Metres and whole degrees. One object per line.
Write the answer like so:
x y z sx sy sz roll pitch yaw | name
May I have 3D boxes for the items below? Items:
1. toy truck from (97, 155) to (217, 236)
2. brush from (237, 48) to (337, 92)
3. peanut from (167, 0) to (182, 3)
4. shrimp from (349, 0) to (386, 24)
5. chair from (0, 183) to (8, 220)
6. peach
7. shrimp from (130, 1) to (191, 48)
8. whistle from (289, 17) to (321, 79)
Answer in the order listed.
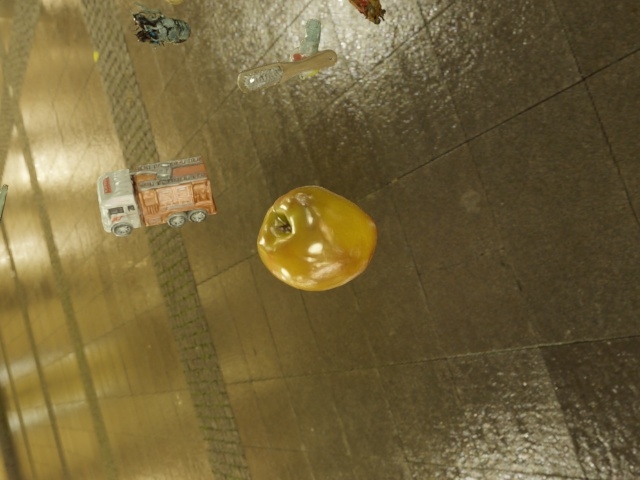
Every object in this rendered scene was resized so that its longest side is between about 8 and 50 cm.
-0.567 -0.163 1.923 0.207 0.387 0.173 98 155 -52 | toy truck
-0.096 -0.526 1.731 0.065 0.327 0.070 -128 21 -60 | brush
-0.320 -0.587 1.277 0.187 0.082 0.082 9 108 52 | peanut
0.109 -0.672 1.552 0.062 0.154 0.294 -60 33 29 | shrimp
-0.862 -0.015 1.254 0.190 0.203 0.275 -102 23 -85 | chair
-0.001 0.005 1.525 0.289 0.308 0.289 -25 55 42 | peach
-0.295 -0.409 1.060 0.076 0.174 0.082 -14 103 20 | shrimp
-0.048 -0.672 1.982 0.123 0.123 0.223 50 142 31 | whistle
